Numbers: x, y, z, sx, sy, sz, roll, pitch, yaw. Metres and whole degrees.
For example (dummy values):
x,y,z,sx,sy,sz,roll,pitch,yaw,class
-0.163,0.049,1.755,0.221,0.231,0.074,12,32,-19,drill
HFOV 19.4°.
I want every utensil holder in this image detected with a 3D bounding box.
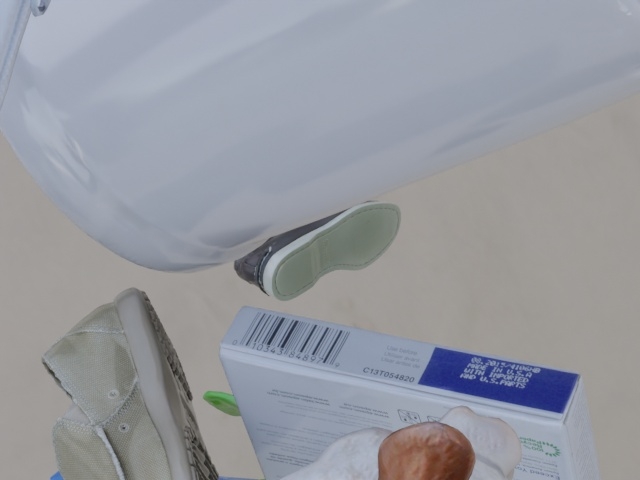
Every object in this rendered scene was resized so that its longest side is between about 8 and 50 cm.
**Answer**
x,y,z,sx,sy,sz,roll,pitch,yaw,class
0.021,-0.188,1.137,0.385,0.327,0.327,-19,56,33,utensil holder

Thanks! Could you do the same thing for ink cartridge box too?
x,y,z,sx,sy,sz,roll,pitch,yaw,class
0.065,0.144,1.155,0.223,0.224,0.045,10,50,23,ink cartridge box

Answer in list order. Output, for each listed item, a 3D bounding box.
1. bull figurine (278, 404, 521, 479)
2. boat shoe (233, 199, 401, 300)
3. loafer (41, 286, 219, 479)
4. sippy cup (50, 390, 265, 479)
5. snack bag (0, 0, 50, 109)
x,y,z,sx,sy,sz,roll,pitch,yaw,class
0.092,0.119,0.336,0.310,0.188,0.101,-135,61,-71,bull figurine
0.000,0.000,2.115,0.069,0.081,0.228,20,30,37,boat shoe
-0.116,0.146,1.187,0.092,0.102,0.268,-24,42,2,loafer
-0.142,0.297,1.673,0.224,0.240,0.305,19,43,40,sippy cup
-0.146,-0.204,0.669,0.037,0.342,0.323,-9,51,-34,snack bag
